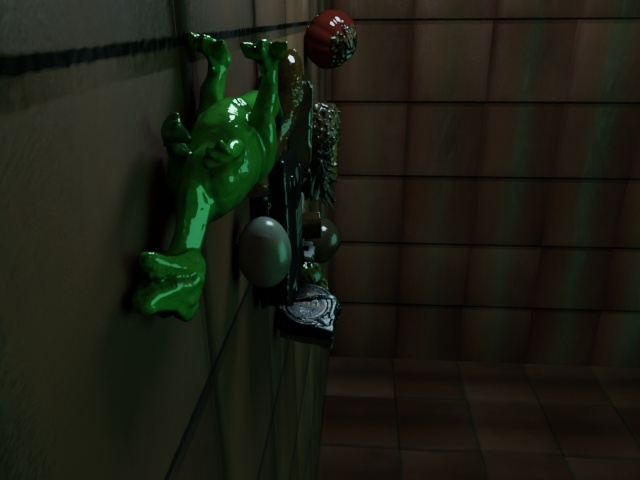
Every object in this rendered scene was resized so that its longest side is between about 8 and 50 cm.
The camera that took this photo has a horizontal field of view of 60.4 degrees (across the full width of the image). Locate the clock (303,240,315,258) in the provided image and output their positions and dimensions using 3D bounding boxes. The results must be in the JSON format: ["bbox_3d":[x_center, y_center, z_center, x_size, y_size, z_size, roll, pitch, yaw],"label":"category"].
[{"bbox_3d":[-0.058,0.083,1.898,0.176,0.080,0.117,-82,173,-71],"label":"clock"}]

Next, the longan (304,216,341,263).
[{"bbox_3d":[0.000,0.000,2.209,0.167,0.168,0.187,76,37,-75],"label":"longan"}]

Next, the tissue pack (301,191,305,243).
[{"bbox_3d":[-0.078,-0.065,1.711,0.108,0.060,0.148,-82,172,-49],"label":"tissue pack"}]

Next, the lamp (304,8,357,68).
[{"bbox_3d":[0.046,-0.778,2.138,0.227,0.227,0.226,1,90,-86],"label":"lamp"}]

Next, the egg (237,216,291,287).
[{"bbox_3d":[-0.106,0.022,1.039,0.103,0.103,0.134,-65,153,-80],"label":"egg"}]

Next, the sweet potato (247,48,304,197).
[{"bbox_3d":[-0.099,-0.245,1.138,0.109,0.109,0.385,83,15,-63],"label":"sweet potato"}]

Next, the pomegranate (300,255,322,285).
[{"bbox_3d":[-0.060,0.117,1.758,0.161,0.122,0.122,134,-34,-53],"label":"pomegranate"}]

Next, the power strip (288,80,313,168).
[{"bbox_3d":[-0.062,-0.351,1.708,0.048,0.080,0.285,-84,174,-65],"label":"power strip"}]

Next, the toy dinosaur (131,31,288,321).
[{"bbox_3d":[-0.108,-0.080,0.789,0.500,0.144,0.374,31,65,-80],"label":"toy dinosaur"}]

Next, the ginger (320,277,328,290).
[{"bbox_3d":[-0.028,0.259,2.416,0.122,0.115,0.193,-48,153,-50],"label":"ginger"}]

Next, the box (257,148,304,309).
[{"bbox_3d":[-0.091,-0.039,1.338,0.359,0.091,0.350,-81,172,-75],"label":"box"}]

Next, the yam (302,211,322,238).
[{"bbox_3d":[-0.057,-0.043,1.571,0.084,0.127,0.084,180,-90,-90],"label":"yam"}]

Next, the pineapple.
[{"bbox_3d":[-0.017,-0.274,1.834,0.165,0.166,0.364,-49,143,-84],"label":"pineapple"}]

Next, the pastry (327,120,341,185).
[{"bbox_3d":[0.017,-0.398,2.388,0.329,0.137,0.329,3,90,-85],"label":"pastry"}]

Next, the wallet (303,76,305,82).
[{"bbox_3d":[-0.063,-0.500,2.028,0.244,0.025,0.124,77,15,-76],"label":"wallet"}]

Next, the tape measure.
[{"bbox_3d":[-0.034,0.212,1.579,0.181,0.182,0.107,-68,164,-47],"label":"tape measure"}]
